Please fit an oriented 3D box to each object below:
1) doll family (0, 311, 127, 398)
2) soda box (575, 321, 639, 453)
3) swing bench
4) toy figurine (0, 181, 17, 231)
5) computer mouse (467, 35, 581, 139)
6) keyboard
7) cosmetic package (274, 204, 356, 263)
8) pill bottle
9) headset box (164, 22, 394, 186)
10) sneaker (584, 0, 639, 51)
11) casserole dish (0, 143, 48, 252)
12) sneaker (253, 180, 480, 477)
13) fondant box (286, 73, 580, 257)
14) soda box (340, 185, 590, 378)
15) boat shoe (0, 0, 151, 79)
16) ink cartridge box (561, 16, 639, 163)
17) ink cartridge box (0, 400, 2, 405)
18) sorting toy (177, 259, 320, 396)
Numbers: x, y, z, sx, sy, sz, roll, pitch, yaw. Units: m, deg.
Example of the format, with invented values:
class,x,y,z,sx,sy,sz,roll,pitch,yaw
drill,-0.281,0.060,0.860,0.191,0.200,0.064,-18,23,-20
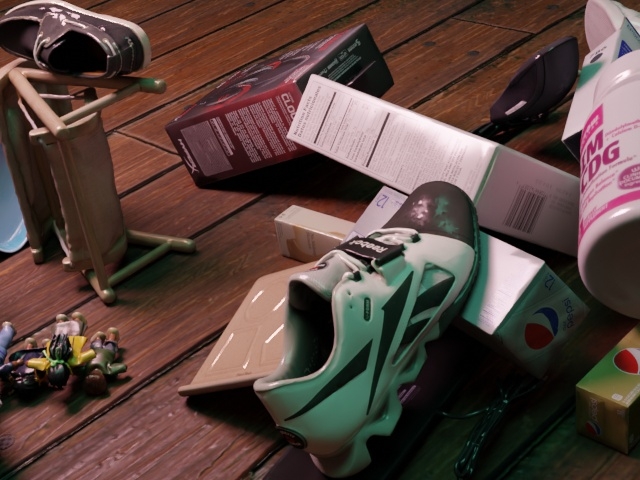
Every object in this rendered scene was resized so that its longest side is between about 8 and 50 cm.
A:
class,x,y,z,sx,sy,sz,roll,pitch,yaw
doll family,-0.320,0.137,1.182,0.193,0.076,0.111,-11,36,7
soda box,0.327,0.129,1.037,0.058,0.061,0.181,20,42,39
swing bench,-0.320,-0.093,1.374,0.254,0.253,0.165,21,42,39
toy figurine,-0.499,-0.088,1.574,0.362,0.191,0.217,-26,65,-37
computer mouse,0.322,-0.208,1.473,0.184,0.262,0.060,-27,78,-27
keyboard,0.101,0.176,1.048,0.201,0.033,0.317,7,35,36
cosmetic package,0.000,0.000,1.330,0.115,0.060,0.041,16,41,37
pill bottle,0.353,-0.068,1.090,0.160,0.160,0.283,0,43,15
headset box,-0.047,-0.201,1.526,0.293,0.110,0.218,-12,24,39
sneaker,0.546,-0.306,1.653,0.169,0.108,0.292,-12,41,-8
casserole dish,-0.446,-0.069,1.477,0.037,0.114,0.188,-9,53,49
sneaker,0.047,0.047,1.001,0.122,0.146,0.330,-9,44,47
fondant box,0.153,-0.096,1.300,0.238,0.096,0.330,15,11,-44
soda box,0.146,0.037,1.120,0.091,0.098,0.286,-53,36,-4
boat shoe,-0.326,-0.248,1.303,0.233,0.084,0.079,15,37,27
ink cartridge box,0.413,-0.162,1.389,0.065,0.165,0.333,-32,15,36
ink cartridge box,-0.428,0.177,1.108,0.145,0.045,0.179,-49,45,-7
sorting toy,-0.041,0.093,1.135,0.193,0.038,0.208,-16,28,45
